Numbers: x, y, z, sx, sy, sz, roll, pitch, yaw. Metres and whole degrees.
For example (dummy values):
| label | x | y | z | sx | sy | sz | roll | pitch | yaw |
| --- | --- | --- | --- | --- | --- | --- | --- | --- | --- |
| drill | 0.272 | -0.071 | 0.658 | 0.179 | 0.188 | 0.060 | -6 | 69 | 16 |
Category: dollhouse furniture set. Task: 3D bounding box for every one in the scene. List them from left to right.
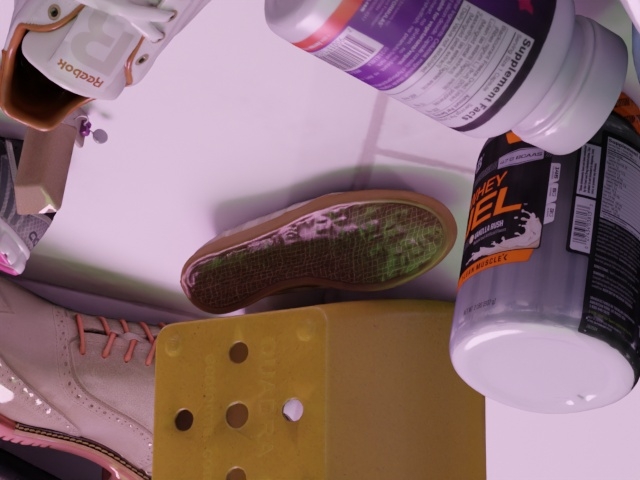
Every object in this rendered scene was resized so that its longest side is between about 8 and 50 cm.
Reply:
| label | x | y | z | sx | sy | sz | roll | pitch | yaw |
| --- | --- | --- | --- | --- | --- | --- | --- | --- | --- |
| dollhouse furniture set | -0.188 | -0.055 | 1.224 | 0.091 | 0.114 | 0.081 | -4 | 149 | 20 |

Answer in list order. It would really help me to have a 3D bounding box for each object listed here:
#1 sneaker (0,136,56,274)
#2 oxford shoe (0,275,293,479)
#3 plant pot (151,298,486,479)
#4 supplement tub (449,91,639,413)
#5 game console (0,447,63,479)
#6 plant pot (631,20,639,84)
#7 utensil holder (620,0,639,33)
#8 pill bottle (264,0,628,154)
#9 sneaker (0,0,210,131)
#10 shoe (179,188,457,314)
| label | x | y | z | sx | sy | sz | roll | pitch | yaw |
| --- | --- | --- | --- | --- | --- | --- | --- | --- | --- |
| sneaker | -0.249 | -0.059 | 1.292 | 0.170 | 0.075 | 0.063 | 51 | 153 | -16 |
| oxford shoe | -0.181 | 0.095 | 1.473 | 0.146 | 0.140 | 0.397 | -34 | 133 | 23 |
| plant pot | -0.014 | 0.142 | 1.335 | 0.212 | 0.212 | 0.187 | -8 | 162 | 29 |
| supplement tub | 0.147 | 0.001 | 1.126 | 0.117 | 0.190 | 0.117 | 8 | 147 | 5 |
| game console | -0.246 | 0.241 | 1.642 | 0.386 | 0.060 | 0.342 | 33 | 168 | -32 |
| plant pot | 0.300 | -0.024 | 0.904 | 0.341 | 0.334 | 0.341 | 9 | 148 | 6 |
| utensil holder | 0.249 | -0.237 | 0.533 | 0.327 | 0.385 | 0.327 | 8 | 148 | 5 |
| pill bottle | 0.075 | -0.124 | 1.031 | 0.193 | 0.108 | 0.108 | 26 | 146 | -22 |
| sneaker | -0.097 | -0.148 | 1.039 | 0.106 | 0.123 | 0.290 | 27 | 144 | -20 |
| shoe | 0.000 | 0.000 | 1.312 | 0.219 | 0.058 | 0.076 | -12 | 110 | 27 |
